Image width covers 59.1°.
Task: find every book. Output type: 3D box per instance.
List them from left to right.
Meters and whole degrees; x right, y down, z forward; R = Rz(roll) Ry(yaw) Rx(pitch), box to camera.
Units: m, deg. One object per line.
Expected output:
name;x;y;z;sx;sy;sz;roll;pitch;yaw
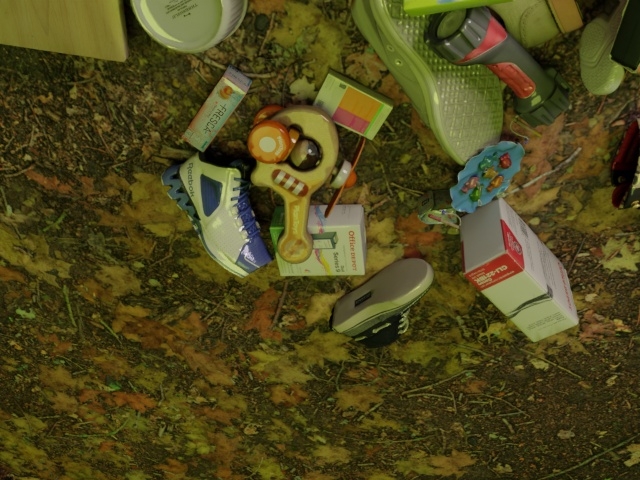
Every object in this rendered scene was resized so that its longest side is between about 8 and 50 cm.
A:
book;0.062;-0.272;1.145;0.144;0.035;0.096;24;132;-10

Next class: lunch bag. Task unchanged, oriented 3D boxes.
lunch bag;0.258;-0.075;1.251;0.083;0.071;0.053;-4;131;14

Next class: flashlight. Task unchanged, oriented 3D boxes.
flashlight;0.307;-0.291;0.961;0.304;0.103;0.103;27;161;-36

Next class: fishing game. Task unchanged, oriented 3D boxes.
fishing game;0.345;-0.122;1.150;0.189;0.041;0.264;16;121;-49

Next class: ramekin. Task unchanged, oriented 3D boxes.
ramekin;-0.239;-0.436;1.006;0.207;0.109;0.207;5;131;6

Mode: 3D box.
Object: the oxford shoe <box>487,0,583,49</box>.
oxford shoe;0.268;-0.463;0.884;0.146;0.140;0.397;-25;121;33

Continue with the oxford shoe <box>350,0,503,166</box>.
oxford shoe;0.205;-0.313;1.035;0.169;0.130;0.449;-51;126;-9

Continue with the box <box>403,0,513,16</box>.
box;0.211;-0.396;0.820;0.178;0.042;0.109;2;97;25

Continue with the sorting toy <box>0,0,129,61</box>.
sorting toy;-0.475;-0.480;1.020;0.255;0.089;0.257;9;130;1

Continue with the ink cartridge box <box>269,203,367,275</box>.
ink cartridge box;0.000;0.000;1.344;0.212;0.093;0.154;-1;129;8

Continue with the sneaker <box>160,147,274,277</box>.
sneaker;-0.198;-0.083;1.247;0.182;0.127;0.315;-38;91;26

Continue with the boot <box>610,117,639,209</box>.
boot;0.733;-0.083;1.123;0.284;0.138;0.377;1;126;7

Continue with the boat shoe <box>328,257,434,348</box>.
boat shoe;0.189;0.169;1.449;0.158;0.127;0.340;34;135;-26

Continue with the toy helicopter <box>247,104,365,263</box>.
toy helicopter;-0.031;-0.109;1.197;0.235;0.140;0.355;3;118;-2

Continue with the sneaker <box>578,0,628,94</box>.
sneaker;0.518;-0.357;0.898;0.153;0.101;0.269;8;97;-18

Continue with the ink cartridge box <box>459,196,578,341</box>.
ink cartridge box;0.438;0.065;1.257;0.273;0.197;0.114;40;126;-22

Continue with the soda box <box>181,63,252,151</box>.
soda box;-0.217;-0.271;1.170;0.058;0.063;0.183;34;128;-19

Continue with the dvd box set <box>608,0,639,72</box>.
dvd box set;0.627;-0.416;0.781;0.420;0.062;0.308;-16;133;-17
